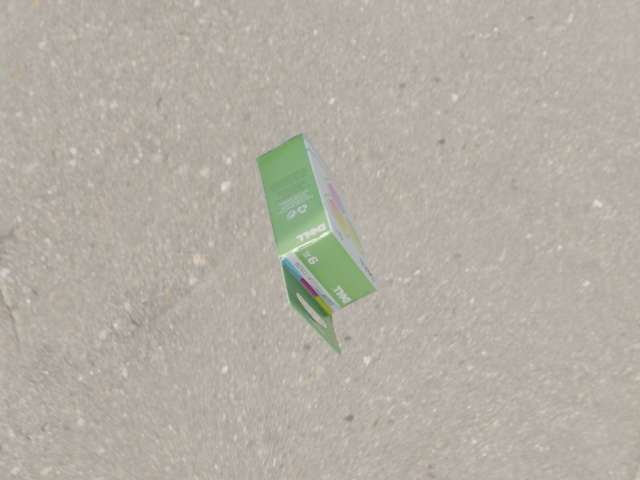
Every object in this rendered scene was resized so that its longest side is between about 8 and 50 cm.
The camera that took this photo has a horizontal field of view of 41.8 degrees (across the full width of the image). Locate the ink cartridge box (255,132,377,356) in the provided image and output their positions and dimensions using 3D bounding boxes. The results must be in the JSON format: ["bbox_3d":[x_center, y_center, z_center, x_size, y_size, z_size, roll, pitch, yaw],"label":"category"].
[{"bbox_3d":[0.000,0.000,0.853,0.062,0.109,0.209,-27,45,11],"label":"ink cartridge box"}]
